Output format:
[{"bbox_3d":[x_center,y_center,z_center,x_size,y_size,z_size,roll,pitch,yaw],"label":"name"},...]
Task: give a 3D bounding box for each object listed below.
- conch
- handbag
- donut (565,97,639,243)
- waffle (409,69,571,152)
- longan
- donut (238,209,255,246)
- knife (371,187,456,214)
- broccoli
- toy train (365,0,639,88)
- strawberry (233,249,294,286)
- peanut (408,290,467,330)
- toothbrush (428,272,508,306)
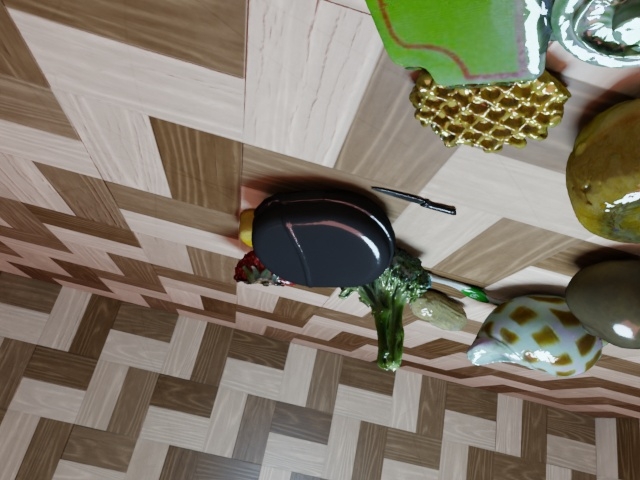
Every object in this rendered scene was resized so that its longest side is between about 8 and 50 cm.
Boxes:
[{"bbox_3d":[0.565,0.239,1.132,0.367,0.197,0.249,8,161,8],"label":"conch"},{"bbox_3d":[0.000,0.001,0.935,0.307,0.093,0.254,-2,138,21],"label":"handbag"},{"bbox_3d":[0.436,-0.082,0.529,0.261,0.128,0.208,-4,152,32],"label":"donut"},{"bbox_3d":[0.206,-0.169,0.563,0.190,0.038,0.191,11,157,5],"label":"waffle"},{"bbox_3d":[0.580,0.117,0.874,0.189,0.189,0.189,11,158,5],"label":"longan"},{"bbox_3d":[-0.133,-0.017,1.091,0.151,0.058,0.152,10,160,4],"label":"donut"},{"bbox_3d":[0.176,-0.075,0.843,0.170,0.010,0.023,16,158,-2],"label":"knife"},{"bbox_3d":[0.130,0.141,1.043,0.198,0.275,0.177,22,161,6],"label":"broccoli"},{"bbox_3d":[0.131,-0.235,0.282,0.248,0.174,0.307,7,158,32],"label":"toy train"},{"bbox_3d":[-0.136,0.060,1.236,0.189,0.112,0.236,1,-179,1],"label":"strawberry"},{"bbox_3d":[0.342,0.205,1.317,0.214,0.090,0.098,31,162,-31],"label":"peanut"},{"bbox_3d":[0.422,0.143,1.203,0.417,0.040,0.042,14,152,-15],"label":"toothbrush"}]
